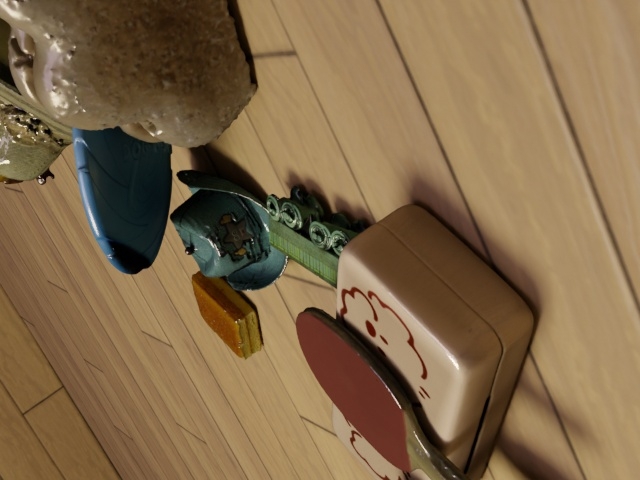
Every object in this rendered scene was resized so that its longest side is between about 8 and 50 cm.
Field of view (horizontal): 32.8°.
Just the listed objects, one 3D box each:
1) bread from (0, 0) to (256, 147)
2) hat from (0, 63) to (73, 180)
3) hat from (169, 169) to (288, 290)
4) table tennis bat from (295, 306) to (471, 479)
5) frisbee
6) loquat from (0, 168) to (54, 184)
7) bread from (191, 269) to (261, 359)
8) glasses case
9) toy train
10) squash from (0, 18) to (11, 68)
[{"bbox_3d":[-0.168,-0.197,0.844,0.102,0.183,0.337,33,151,39],"label":"bread"},{"bbox_3d":[-0.351,-0.129,1.245,0.252,0.110,0.252,31,-176,-2],"label":"hat"},{"bbox_3d":[-0.111,-0.006,1.130,0.191,0.078,0.138,11,129,60],"label":"hat"},{"bbox_3d":[0.059,0.146,0.874,0.246,0.022,0.138,43,156,34],"label":"table tennis bat"},{"bbox_3d":[-0.175,-0.088,1.039,0.242,0.045,0.242,-4,-90,-80],"label":"frisbee"},{"bbox_3d":[-0.407,-0.168,1.408,0.172,0.149,0.204,-49,-47,-73],"label":"loquat"},{"bbox_3d":[-0.115,0.088,1.331,0.094,0.035,0.090,42,154,30],"label":"bread"},{"bbox_3d":[0.082,0.118,0.913,0.144,0.076,0.336,44,156,26],"label":"glasses case"},{"bbox_3d":[0.000,0.000,0.957,0.148,0.038,0.071,32,141,47],"label":"toy train"},{"bbox_3d":[-0.347,-0.245,1.286,0.192,0.085,0.184,33,-173,-10],"label":"squash"}]
